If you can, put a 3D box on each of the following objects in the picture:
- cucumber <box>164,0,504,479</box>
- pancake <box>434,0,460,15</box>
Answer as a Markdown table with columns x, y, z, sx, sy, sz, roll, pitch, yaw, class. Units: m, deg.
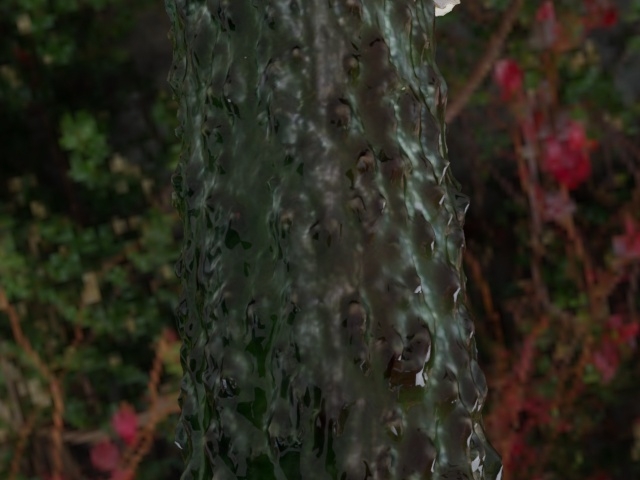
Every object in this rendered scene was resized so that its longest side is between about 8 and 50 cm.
| x | y | z | sx | sy | sz | roll | pitch | yaw | class |
| --- | --- | --- | --- | --- | --- | --- | --- | --- | --- |
| 0.000 | 0.000 | 0.520 | 0.096 | 0.096 | 0.359 | -9 | -119 | 10 | cucumber |
| -0.017 | -0.205 | 0.701 | 0.244 | 0.266 | 0.057 | 11 | -134 | 44 | pancake |
